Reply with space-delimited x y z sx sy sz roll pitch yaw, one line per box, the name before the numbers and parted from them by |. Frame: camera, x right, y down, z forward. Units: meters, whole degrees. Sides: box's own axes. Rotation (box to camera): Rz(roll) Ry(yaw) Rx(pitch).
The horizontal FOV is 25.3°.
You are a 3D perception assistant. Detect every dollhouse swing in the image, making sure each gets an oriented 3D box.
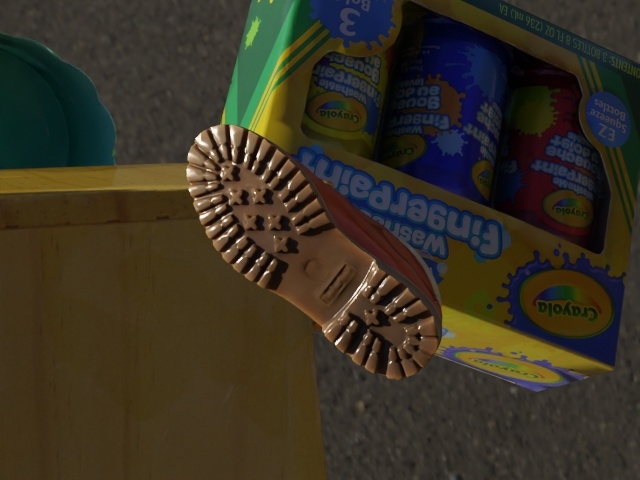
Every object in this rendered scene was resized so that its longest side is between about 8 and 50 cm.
dollhouse swing | -0.175 0.101 1.146 0.346 0.305 0.315 -4 8 -18

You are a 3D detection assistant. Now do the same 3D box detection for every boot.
boot | 0.000 0.000 0.725 0.059 0.158 0.084 -45 -1 19

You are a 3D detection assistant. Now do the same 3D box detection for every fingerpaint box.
fingerpaint box | 0.121 -0.083 1.542 0.163 0.444 0.371 -31 42 60

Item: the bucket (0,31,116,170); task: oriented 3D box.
bucket | -0.376 -0.098 1.569 0.281 0.281 0.183 -35 17 -13
